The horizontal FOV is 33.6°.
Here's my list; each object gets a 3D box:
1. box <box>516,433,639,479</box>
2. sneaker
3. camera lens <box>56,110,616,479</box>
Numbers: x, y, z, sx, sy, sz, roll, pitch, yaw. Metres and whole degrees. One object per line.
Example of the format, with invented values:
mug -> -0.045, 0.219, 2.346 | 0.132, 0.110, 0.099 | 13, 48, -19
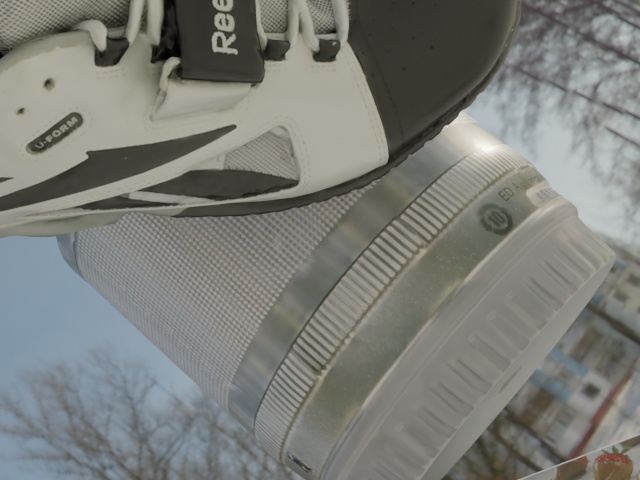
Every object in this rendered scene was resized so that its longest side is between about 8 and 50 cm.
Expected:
box -> 0.124, 0.208, 0.732 | 0.324, 0.063, 0.067 | -22, -27, 4
sneaker -> -0.067, -0.076, 0.406 | 0.330, 0.122, 0.146 | -18, -18, -9
camera lens -> 0.000, 0.000, 0.619 | 0.219, 0.274, 0.219 | -45, -17, -18
